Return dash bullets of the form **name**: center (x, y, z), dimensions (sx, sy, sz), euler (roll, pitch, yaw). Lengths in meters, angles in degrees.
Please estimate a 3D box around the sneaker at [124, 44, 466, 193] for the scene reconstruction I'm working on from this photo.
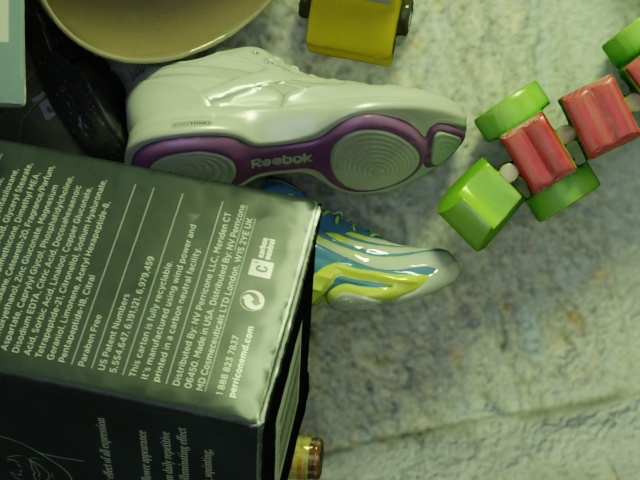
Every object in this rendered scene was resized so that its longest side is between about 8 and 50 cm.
- **sneaker**: center (-0.022, -0.120, 1.333), dimensions (0.305, 0.114, 0.152), euler (-1, 50, -13)

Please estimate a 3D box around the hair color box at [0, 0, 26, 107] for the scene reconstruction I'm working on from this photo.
- **hair color box**: center (-0.377, -0.201, 1.252), dimensions (0.113, 0.374, 0.185), euler (-2, 94, -39)

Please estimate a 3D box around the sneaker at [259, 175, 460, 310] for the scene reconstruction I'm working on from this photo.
- **sneaker**: center (0.000, 0.000, 1.353), dimensions (0.240, 0.091, 0.126), euler (-7, 92, 7)

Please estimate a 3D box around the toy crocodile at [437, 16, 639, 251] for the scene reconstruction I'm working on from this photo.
- **toy crocodile**: center (0.249, -0.111, 1.315), dimensions (0.340, 0.105, 0.115), euler (-32, 90, 6)

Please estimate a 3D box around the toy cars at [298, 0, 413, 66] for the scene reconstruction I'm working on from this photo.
- **toy cars**: center (0.120, -0.316, 1.324), dimensions (0.393, 0.087, 0.176), euler (-38, 90, 6)

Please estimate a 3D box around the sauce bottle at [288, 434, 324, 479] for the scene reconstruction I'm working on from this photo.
- **sauce bottle**: center (-0.062, 0.196, 1.395), dimensions (0.128, 0.042, 0.042), euler (3, 94, 7)

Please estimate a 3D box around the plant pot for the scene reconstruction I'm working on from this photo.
- **plant pot**: center (-0.161, -0.318, 1.284), dimensions (0.284, 0.284, 0.191), euler (-52, 52, 6)

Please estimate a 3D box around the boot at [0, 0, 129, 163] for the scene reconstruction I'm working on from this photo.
- **boot**: center (-0.323, -0.155, 1.369), dimensions (0.222, 0.118, 0.338), euler (-30, 83, 15)

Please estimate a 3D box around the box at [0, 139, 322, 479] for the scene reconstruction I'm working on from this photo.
- **box**: center (-0.214, 0.096, 1.249), dimensions (0.395, 0.294, 0.212), euler (11, 55, 4)
